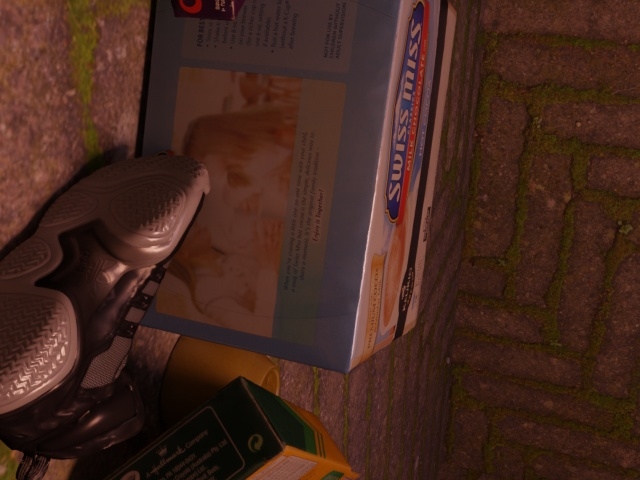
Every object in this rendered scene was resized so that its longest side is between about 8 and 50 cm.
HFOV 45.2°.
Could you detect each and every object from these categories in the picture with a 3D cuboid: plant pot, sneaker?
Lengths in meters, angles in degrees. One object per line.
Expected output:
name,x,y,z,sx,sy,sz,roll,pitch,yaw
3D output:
plant pot,-0.100,0.161,0.849,0.134,0.095,0.134,9,90,-72
sneaker,-0.167,0.055,0.594,0.269,0.101,0.153,-56,151,-40

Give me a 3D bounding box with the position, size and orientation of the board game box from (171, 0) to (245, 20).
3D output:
board game box,-0.055,-0.327,0.567,0.347,0.056,0.208,-78,173,-52

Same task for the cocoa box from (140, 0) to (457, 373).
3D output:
cocoa box,-0.020,-0.081,0.743,0.228,0.231,0.347,-12,110,-70

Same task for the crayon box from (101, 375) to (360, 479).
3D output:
crayon box,-0.090,0.255,0.784,0.203,0.083,0.323,-37,155,-1
